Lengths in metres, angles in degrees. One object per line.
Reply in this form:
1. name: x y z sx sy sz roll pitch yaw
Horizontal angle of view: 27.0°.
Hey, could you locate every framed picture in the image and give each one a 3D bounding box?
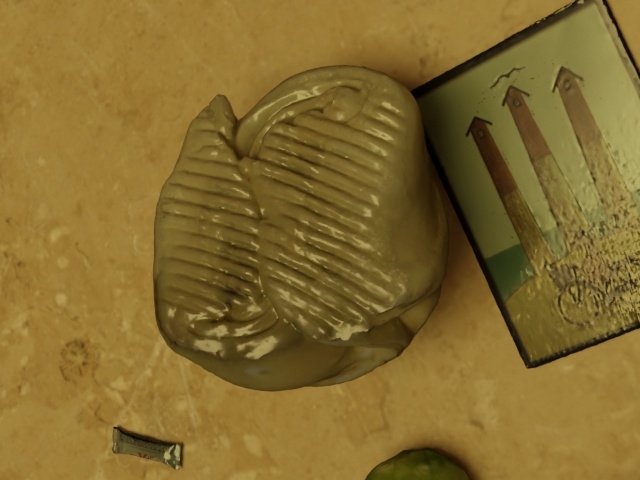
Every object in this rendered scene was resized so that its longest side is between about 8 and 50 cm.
1. framed picture: 0.246 -0.055 1.354 0.244 0.013 0.323 -27 86 32

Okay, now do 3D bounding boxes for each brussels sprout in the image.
1. brussels sprout: 0.099 0.310 1.451 0.149 0.122 0.151 -12 92 36

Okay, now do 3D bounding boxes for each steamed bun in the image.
1. steamed bun: -0.010 0.002 1.411 0.310 0.219 0.324 -12 68 19

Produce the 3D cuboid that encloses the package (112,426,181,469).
1. package: -0.223 0.267 1.705 0.110 0.015 0.037 9 105 32
